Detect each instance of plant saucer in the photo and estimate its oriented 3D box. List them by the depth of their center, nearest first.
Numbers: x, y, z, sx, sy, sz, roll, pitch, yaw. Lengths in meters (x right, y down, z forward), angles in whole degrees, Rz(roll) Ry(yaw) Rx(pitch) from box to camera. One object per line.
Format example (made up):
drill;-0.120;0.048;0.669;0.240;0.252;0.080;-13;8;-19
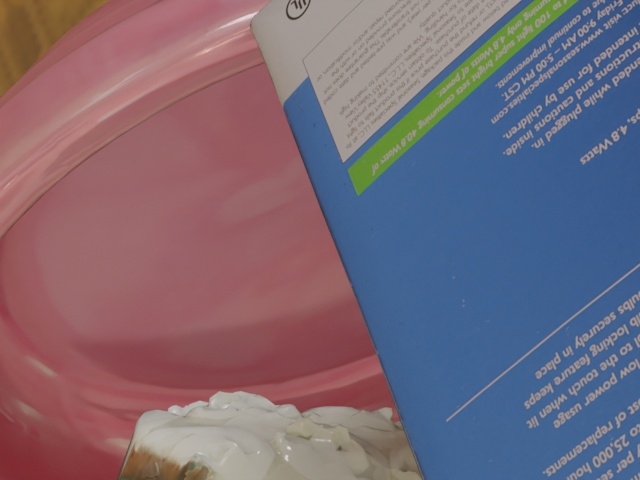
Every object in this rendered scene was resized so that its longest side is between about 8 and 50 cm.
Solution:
plant saucer;0.000;0.000;0.696;0.332;0.332;0.084;65;3;-54

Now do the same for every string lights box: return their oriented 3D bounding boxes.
string lights box;0.084;0.011;0.398;0.133;0.260;0.076;-40;138;23

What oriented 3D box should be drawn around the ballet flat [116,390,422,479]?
ballet flat;0.112;0.151;0.600;0.147;0.409;0.147;-48;-166;16
